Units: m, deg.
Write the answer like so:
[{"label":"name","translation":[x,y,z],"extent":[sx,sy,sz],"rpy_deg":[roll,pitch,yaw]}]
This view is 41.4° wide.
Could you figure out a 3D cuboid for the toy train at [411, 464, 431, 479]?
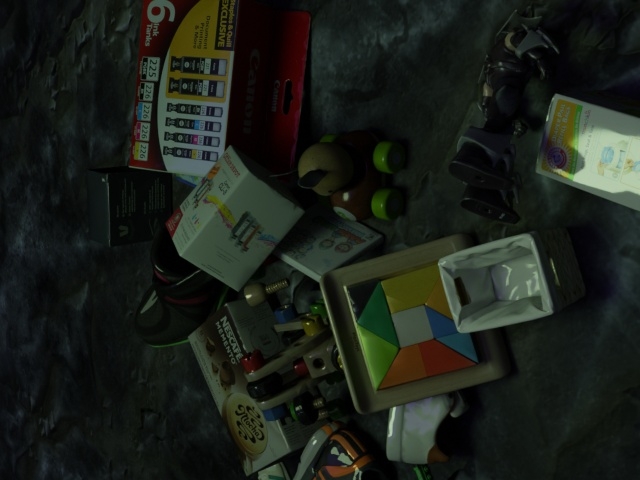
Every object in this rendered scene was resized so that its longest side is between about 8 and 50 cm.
[{"label":"toy train","translation":[0.163,0.373,1.395],"extent":[0.017,0.024,0.083],"rpy_deg":[-33,74,45]}]

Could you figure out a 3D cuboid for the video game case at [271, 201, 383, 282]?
[{"label":"video game case","translation":[0.000,0.000,1.404],"extent":[0.157,0.143,0.019],"rpy_deg":[30,140,38]}]

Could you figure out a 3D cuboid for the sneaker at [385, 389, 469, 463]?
[{"label":"sneaker","translation":[0.174,0.204,1.317],"extent":[0.123,0.106,0.290],"rpy_deg":[4,96,15]}]

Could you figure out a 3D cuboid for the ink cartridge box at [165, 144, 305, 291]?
[{"label":"ink cartridge box","translation":[-0.138,-0.038,1.366],"extent":[0.176,0.127,0.128],"rpy_deg":[-50,31,7]}]

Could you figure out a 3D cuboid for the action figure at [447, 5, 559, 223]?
[{"label":"action figure","translation":[0.238,-0.171,1.083],"extent":[0.099,0.284,0.185],"rpy_deg":[14,154,11]}]

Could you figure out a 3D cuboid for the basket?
[{"label":"basket","translation":[0.264,0.053,1.161],"extent":[0.167,0.103,0.113],"rpy_deg":[-20,84,48]}]

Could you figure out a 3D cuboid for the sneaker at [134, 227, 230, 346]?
[{"label":"sneaker","translation":[-0.254,0.045,1.623],"extent":[0.483,0.202,0.185],"rpy_deg":[-46,49,39]}]

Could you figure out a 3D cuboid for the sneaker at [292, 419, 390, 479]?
[{"label":"sneaker","translation":[0.021,0.493,1.499],"extent":[0.180,0.125,0.321],"rpy_deg":[40,125,36]}]

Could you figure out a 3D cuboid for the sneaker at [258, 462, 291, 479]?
[{"label":"sneaker","translation":[-0.097,0.489,1.660],"extent":[0.057,0.075,0.161],"rpy_deg":[-47,65,41]}]

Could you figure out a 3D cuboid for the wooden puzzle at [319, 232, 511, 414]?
[{"label":"wooden puzzle","translation":[0.138,0.122,1.244],"extent":[0.239,0.044,0.220],"rpy_deg":[-16,85,4]}]

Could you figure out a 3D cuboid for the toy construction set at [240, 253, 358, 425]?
[{"label":"toy construction set","translation":[0.004,0.135,1.402],"extent":[0.237,0.257,0.308],"rpy_deg":[-23,76,20]}]

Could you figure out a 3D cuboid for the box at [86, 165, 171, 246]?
[{"label":"box","translation":[-0.408,-0.078,1.810],"extent":[0.093,0.158,0.155],"rpy_deg":[15,108,45]}]

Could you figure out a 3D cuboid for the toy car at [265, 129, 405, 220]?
[{"label":"toy car","translation":[0.014,-0.096,1.333],"extent":[0.155,0.188,0.148],"rpy_deg":[14,108,45]}]

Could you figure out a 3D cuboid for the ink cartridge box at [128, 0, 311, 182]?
[{"label":"ink cartridge box","translation":[-0.176,-0.263,1.467],"extent":[0.272,0.130,0.309],"rpy_deg":[9,97,27]}]

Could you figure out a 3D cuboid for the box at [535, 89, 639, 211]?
[{"label":"box","translation":[0.377,-0.103,0.999],"extent":[0.203,0.114,0.103],"rpy_deg":[28,119,40]}]

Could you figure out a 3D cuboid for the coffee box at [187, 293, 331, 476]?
[{"label":"coffee box","translation":[-0.116,0.268,1.600],"extent":[0.168,0.119,0.297],"rpy_deg":[-40,69,45]}]

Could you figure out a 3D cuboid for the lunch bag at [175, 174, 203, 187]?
[{"label":"lunch bag","translation":[-0.192,-0.156,1.618],"extent":[0.151,0.096,0.128],"rpy_deg":[24,111,26]}]
